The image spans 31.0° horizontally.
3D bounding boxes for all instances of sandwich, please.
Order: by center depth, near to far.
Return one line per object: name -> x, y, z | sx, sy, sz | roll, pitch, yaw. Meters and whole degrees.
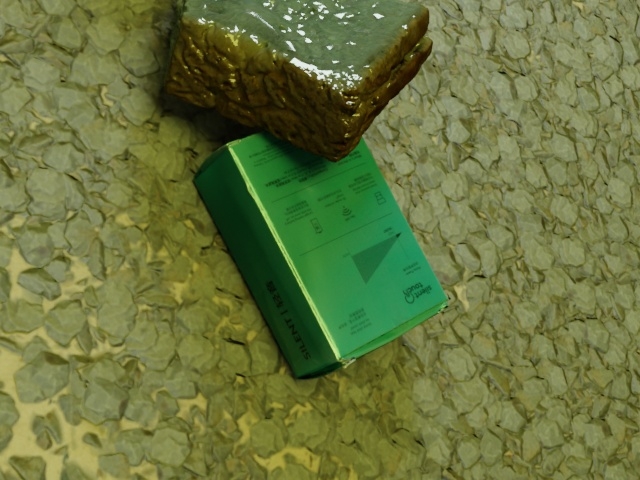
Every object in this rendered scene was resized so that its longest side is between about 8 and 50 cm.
sandwich -> -0.048, -0.257, 1.472 | 0.325, 0.131, 0.262 | 25, 44, 15

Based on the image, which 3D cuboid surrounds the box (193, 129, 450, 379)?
box -> 0.000, 0.000, 1.488 | 0.205, 0.118, 0.311 | -26, 86, -34
